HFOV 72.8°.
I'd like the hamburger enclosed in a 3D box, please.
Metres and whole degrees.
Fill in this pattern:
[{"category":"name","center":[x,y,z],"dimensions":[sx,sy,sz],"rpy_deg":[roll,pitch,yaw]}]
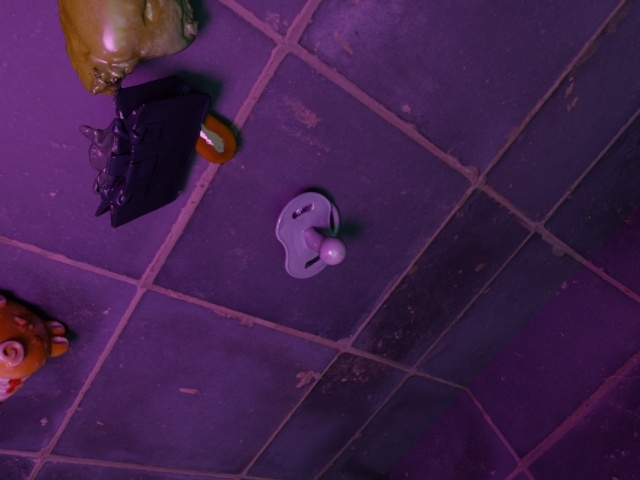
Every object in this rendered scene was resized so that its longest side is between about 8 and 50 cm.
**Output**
[{"category":"hamburger","center":[-0.833,0.278,1.140],"dimensions":[0.186,0.261,0.302],"rpy_deg":[-40,143,1]}]

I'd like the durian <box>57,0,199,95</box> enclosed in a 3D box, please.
[{"category":"durian","center":[-0.391,-0.479,0.875],"dimensions":[0.256,0.204,0.339],"rpy_deg":[-20,120,-32]}]

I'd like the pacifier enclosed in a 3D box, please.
[{"category":"pacifier","center":[0.000,0.000,1.285],"dimensions":[0.238,0.226,0.287],"rpy_deg":[-27,129,-26]}]

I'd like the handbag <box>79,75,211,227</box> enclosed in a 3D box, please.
[{"category":"handbag","center":[-0.398,-0.197,0.971],"dimensions":[0.118,0.269,0.325],"rpy_deg":[33,122,6]}]

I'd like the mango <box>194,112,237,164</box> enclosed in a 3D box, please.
[{"category":"mango","center":[-0.283,-0.268,1.104],"dimensions":[0.103,0.076,0.161],"rpy_deg":[-35,122,9]}]
